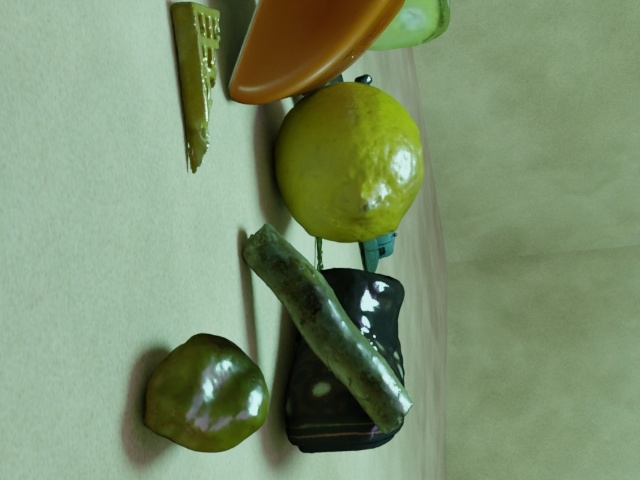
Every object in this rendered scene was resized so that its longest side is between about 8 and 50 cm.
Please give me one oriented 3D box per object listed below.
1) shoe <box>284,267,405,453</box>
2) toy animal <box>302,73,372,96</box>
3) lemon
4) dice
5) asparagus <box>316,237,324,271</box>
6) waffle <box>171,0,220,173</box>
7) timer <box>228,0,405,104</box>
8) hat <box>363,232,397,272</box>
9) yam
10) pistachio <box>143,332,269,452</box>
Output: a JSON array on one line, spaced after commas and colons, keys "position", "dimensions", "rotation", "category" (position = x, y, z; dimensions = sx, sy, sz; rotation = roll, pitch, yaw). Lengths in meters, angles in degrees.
[{"position": [0.041, 0.158, 1.577], "dimensions": [0.384, 0.171, 0.237], "rotation": [-40, 126, -75], "category": "shoe"}, {"position": [0.014, -0.249, 1.808], "dimensions": [0.245, 0.114, 0.146], "rotation": [48, 36, -29], "category": "toy animal"}, {"position": [0.042, -0.117, 1.587], "dimensions": [0.288, 0.233, 0.234], "rotation": [-99, 176, -55], "category": "lemon"}, {"position": [0.153, -0.563, 2.306], "dimensions": [0.227, 0.238, 0.233], "rotation": [-78, 160, -52], "category": "dice"}, {"position": [0.000, 0.000, 1.838], "dimensions": [0.016, 0.016, 0.163], "rotation": [101, -8, -55], "category": "asparagus"}, {"position": [-0.135, -0.177, 1.239], "dimensions": [0.125, 0.032, 0.191], "rotation": [-40, 126, -79], "category": "waffle"}, {"position": [-0.017, -0.292, 1.453], "dimensions": [0.250, 0.161, 0.257], "rotation": [-53, 178, 15], "category": "timer"}, {"position": [0.127, -0.017, 2.316], "dimensions": [0.138, 0.077, 0.191], "rotation": [-77, 159, -62], "category": "hat"}, {"position": [0.011, 0.114, 1.392], "dimensions": [0.317, 0.067, 0.071], "rotation": [51, 23, -3], "category": "yam"}, {"position": [-0.102, 0.150, 1.042], "dimensions": [0.100, 0.110, 0.189], "rotation": [-64, 169, 2], "category": "pistachio"}]
